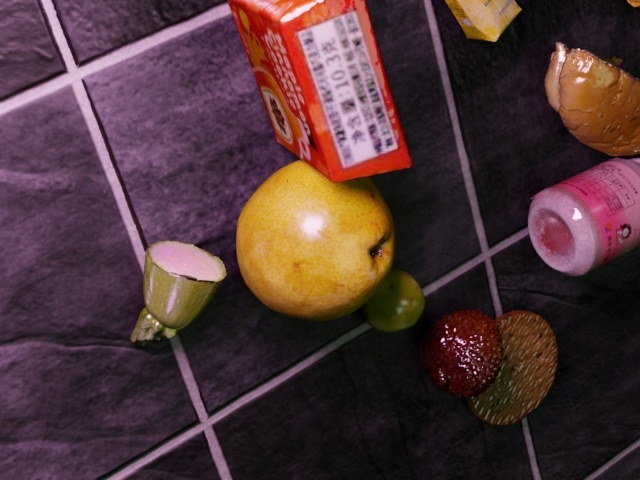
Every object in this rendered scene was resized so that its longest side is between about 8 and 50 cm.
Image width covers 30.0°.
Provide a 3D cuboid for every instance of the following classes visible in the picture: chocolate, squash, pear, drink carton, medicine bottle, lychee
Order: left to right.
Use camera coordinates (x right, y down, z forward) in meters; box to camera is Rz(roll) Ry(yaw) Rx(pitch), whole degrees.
[{"bbox_3d":[-0.182,0.081,1.471,0.105,0.105,0.132,7,113,-35],"label":"squash"},{"bbox_3d":[-0.006,-0.202,1.413,0.108,0.235,0.238,-24,117,-14],"label":"chocolate"},{"bbox_3d":[0.000,0.000,1.493,0.208,0.209,0.209,-10,110,-31],"label":"pear"},{"bbox_3d":[0.105,0.084,1.658,0.097,0.092,0.092,8,99,-34],"label":"pear"},{"bbox_3d":[0.187,-0.360,1.586,0.084,0.074,0.200,-50,126,-12],"label":"drink carton"},{"bbox_3d":[0.210,0.160,1.728,0.129,0.123,0.123,-48,124,-11],"label":"lychee"},{"bbox_3d":[0.442,-0.048,1.807,0.247,0.147,0.147,-23,116,-25],"label":"medicine bottle"}]

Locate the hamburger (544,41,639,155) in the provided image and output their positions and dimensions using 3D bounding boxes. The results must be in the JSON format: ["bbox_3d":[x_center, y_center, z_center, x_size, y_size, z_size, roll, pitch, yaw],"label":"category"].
[{"bbox_3d":[0.429,-0.198,1.764,0.262,0.124,0.131,23,91,-35],"label":"hamburger"}]

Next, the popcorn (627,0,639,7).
[{"bbox_3d":[0.490,-0.382,1.777,0.084,0.084,0.084,-10,110,-31],"label":"popcorn"}]

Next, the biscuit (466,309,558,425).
[{"bbox_3d":[0.295,0.197,1.854,0.187,0.027,0.188,-9,108,-31],"label":"biscuit"}]
